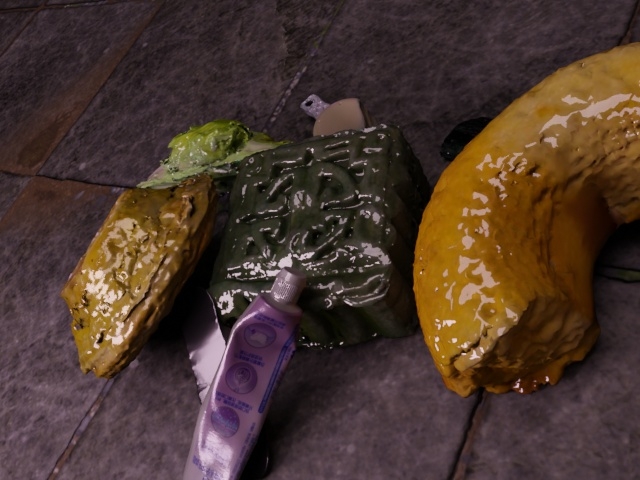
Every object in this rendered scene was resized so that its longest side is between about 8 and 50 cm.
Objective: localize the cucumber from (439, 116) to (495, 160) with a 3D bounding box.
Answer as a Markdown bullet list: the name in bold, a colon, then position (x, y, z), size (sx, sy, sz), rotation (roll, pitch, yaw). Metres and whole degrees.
- **cucumber**: position (0.247, -0.110, 0.866), size (0.220, 0.046, 0.070), rotation (24, 64, 40)

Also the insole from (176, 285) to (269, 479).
- **insole**: position (-0.115, 0.160, 0.822), size (0.080, 0.003, 0.231), rotation (-32, 73, 29)

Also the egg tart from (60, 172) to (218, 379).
- **egg tart**: position (-0.237, 0.031, 0.914), size (0.294, 0.123, 0.294), rotation (-55, 16, 24)

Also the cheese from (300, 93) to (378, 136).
- **cheese**: position (0.028, -0.172, 1.043), size (0.092, 0.047, 0.171), rotation (-28, 45, 9)

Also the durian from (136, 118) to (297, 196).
- **durian**: position (-0.143, -0.120, 1.064), size (0.375, 0.132, 0.106), rotation (-9, 75, 36)

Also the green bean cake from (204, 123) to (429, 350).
- **green bean cake**: position (0.000, 0.000, 0.872), size (0.241, 0.132, 0.254), rotation (-5, 55, 25)

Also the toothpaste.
- **toothpaste**: position (-0.084, 0.168, 0.772), size (0.075, 0.048, 0.300), rotation (26, 100, 16)

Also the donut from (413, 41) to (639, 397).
- **donut**: position (0.283, -0.019, 0.653), size (0.436, 0.163, 0.377), rotation (-4, 62, 30)
